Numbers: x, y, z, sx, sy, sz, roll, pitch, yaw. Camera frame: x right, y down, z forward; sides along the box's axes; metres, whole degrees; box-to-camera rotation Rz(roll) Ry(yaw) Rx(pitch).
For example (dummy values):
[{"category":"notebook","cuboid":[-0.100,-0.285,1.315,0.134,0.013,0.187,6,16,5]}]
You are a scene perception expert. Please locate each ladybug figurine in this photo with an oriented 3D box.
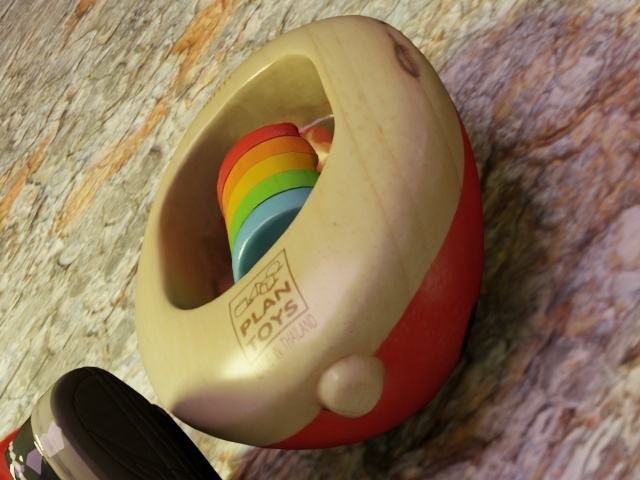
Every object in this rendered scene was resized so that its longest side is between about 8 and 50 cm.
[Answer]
[{"category":"ladybug figurine","cuboid":[0.000,0.000,1.013,0.305,0.162,0.449,-44,27,18]}]

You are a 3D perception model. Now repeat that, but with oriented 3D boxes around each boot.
[{"category":"boot","cuboid":[-0.199,0.224,0.884,0.284,0.138,0.377,-39,-7,-5]}]

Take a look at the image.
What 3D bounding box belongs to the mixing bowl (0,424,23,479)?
[{"category":"mixing bowl","cuboid":[-0.249,0.258,1.172,0.181,0.098,0.181,-39,28,26]}]
